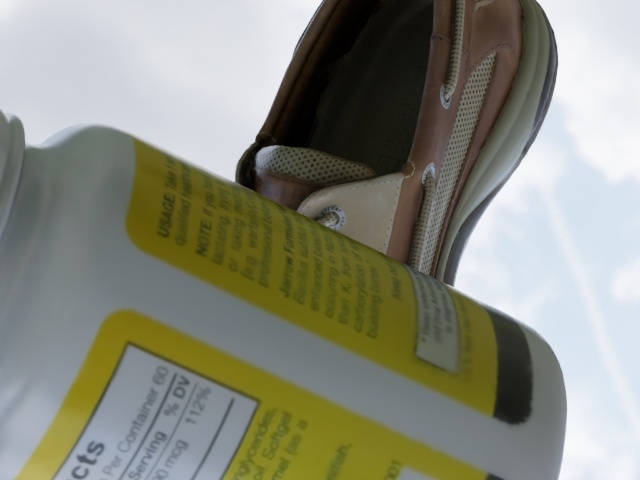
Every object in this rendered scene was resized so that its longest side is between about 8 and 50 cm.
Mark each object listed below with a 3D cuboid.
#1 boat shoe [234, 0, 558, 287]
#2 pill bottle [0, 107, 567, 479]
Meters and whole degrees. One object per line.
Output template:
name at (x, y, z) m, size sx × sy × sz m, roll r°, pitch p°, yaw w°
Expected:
boat shoe at (0.000, 0.000, 0.889) m, size 0.123 × 0.324 × 0.116 m, roll 8°, pitch 159°, yaw 34°
pill bottle at (-0.044, 0.039, 0.568) m, size 0.208 × 0.119 × 0.119 m, roll 26°, pitch -155°, yaw -20°
